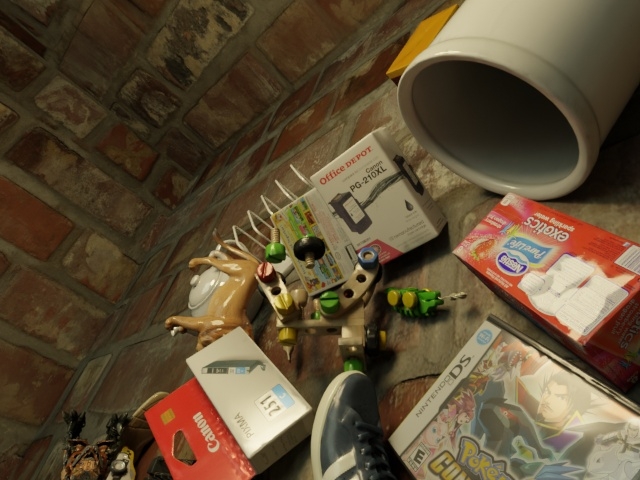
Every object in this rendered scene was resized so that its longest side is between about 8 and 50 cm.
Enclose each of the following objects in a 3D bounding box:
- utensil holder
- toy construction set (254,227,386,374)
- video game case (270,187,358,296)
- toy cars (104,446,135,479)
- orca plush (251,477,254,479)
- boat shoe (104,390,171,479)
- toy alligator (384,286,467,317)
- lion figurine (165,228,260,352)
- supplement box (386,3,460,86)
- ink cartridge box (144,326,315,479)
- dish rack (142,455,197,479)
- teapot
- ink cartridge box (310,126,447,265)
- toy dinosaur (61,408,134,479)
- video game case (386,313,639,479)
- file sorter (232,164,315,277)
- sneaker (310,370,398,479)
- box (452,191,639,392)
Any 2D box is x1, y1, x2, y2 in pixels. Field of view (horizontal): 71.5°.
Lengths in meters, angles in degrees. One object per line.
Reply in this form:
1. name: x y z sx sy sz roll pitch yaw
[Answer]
1. utensil holder: 0.373 -0.316 0.751 0.385 0.327 0.328 -53 26 -12
2. toy construction set: -0.008 0.166 0.859 0.309 0.258 0.237 120 150 -51
3. video game case: 0.000 0.000 1.053 0.206 0.227 0.026 -28 -2 37
4. toy cars: -0.476 0.597 1.041 0.394 0.087 0.176 -44 24 62
5. orca plush: -0.174 0.515 0.754 0.151 0.102 0.287 -34 31 30
6. boat shoe: -0.527 0.543 1.271 0.285 0.103 0.092 -58 31 -2
7. toy alligator: 0.181 0.113 0.789 0.190 0.056 0.051 -3 92 56
8. lion figurine: -0.232 0.157 1.139 0.240 0.142 0.392 7 68 13
9. supplement box: 0.313 -0.442 1.138 0.191 0.194 0.129 -57 27 -13
10. ink cartridge box: -0.193 0.331 0.865 0.261 0.066 0.296 -32 38 -23
11. dish rack: -0.322 0.571 0.951 0.272 0.074 0.208 -23 38 40
12. teapot: -0.300 0.158 1.321 0.252 0.187 0.256 -43 26 12
13. ink cartridge box: 0.117 -0.085 0.914 0.172 0.237 0.100 -32 3 32
14. toy dinosaur: -0.597 0.555 1.119 0.322 0.164 0.218 -31 46 32
15. video game case: 0.232 0.248 0.547 0.248 0.035 0.275 -50 26 -1
16. file sorter: -0.102 -0.063 1.317 0.277 0.173 0.193 -46 27 6
17. sneaker: 0.072 0.340 0.569 0.148 0.131 0.350 -25 49 39
18. box: 0.312 0.050 0.580 0.128 0.123 0.257 -47 26 5
